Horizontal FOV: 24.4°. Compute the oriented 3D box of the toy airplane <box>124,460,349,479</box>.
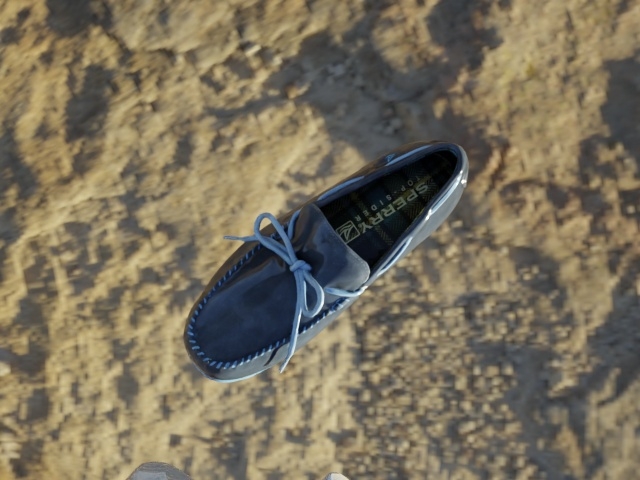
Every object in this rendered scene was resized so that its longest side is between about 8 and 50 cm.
[{"bbox_3d":[0.000,0.395,1.410,0.272,0.386,0.384,-49,137,11],"label":"toy airplane"}]

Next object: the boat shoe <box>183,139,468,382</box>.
[{"bbox_3d":[0.000,0.000,1.102,0.109,0.089,0.258,45,76,5],"label":"boat shoe"}]
